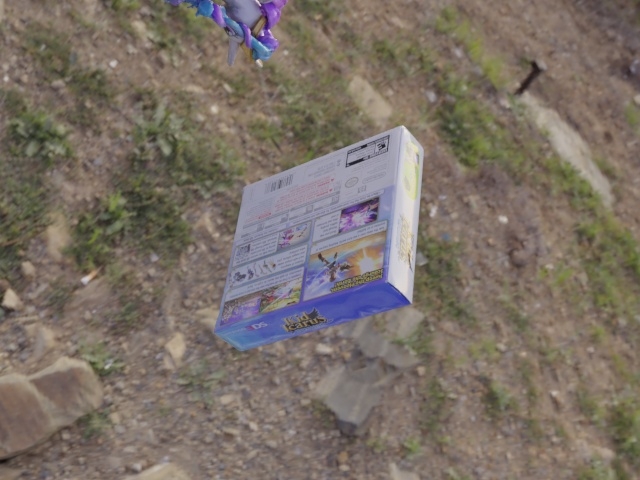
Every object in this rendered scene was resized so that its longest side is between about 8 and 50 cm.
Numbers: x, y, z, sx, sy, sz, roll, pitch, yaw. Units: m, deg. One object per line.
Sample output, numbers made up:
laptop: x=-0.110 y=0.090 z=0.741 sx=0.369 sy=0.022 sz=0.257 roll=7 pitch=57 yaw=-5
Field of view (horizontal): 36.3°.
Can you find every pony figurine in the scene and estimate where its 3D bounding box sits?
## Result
pony figurine: x=-0.126 y=-0.454 z=1.436 sx=0.363 sy=0.351 sz=0.303 roll=40 pitch=34 yaw=-23

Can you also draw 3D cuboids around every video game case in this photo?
video game case: x=0.000 y=0.000 z=1.257 sx=0.061 sy=0.269 sz=0.244 roll=43 pitch=43 yaw=-37
